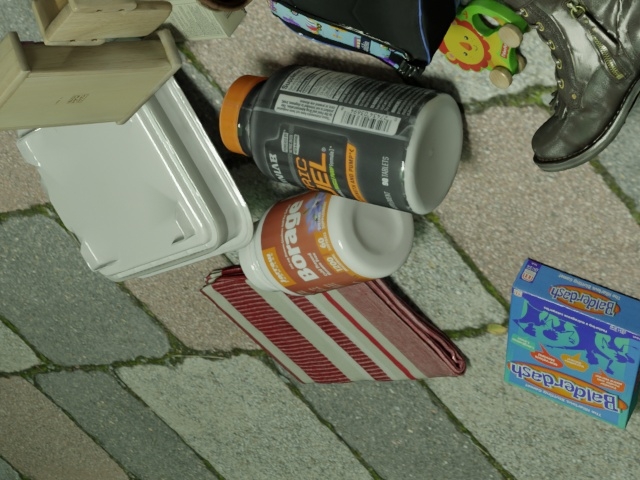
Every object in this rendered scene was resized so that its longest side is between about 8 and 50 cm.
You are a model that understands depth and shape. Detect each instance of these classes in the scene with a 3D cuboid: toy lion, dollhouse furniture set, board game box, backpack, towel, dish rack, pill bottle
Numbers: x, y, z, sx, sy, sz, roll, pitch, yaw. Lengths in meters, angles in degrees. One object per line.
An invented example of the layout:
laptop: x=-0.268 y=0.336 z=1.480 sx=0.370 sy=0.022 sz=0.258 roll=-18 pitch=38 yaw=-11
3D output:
toy lion: x=0.153 y=-0.196 z=1.510 sx=0.096 sy=0.034 sz=0.100 roll=32 pitch=150 yaw=16
dollhouse furniture set: x=-0.284 y=-0.302 z=1.651 sx=0.286 sy=0.198 sz=0.303 roll=-37 pitch=70 yaw=46
board game box: x=0.298 y=0.123 z=1.822 sx=0.160 sy=0.047 sz=0.210 roll=21 pitch=149 yaw=18
backpack: x=0.033 y=-0.249 z=1.450 sx=0.173 sy=0.117 sz=0.158 roll=16 pitch=147 yaw=23
towel: x=0.011 y=0.108 z=2.073 sx=0.237 sy=0.037 sz=0.329 roll=45 pitch=149 yaw=-25
dish rack: x=-0.247 y=-0.079 z=1.916 sx=0.332 sy=0.072 sz=0.286 roll=-17 pitch=107 yaw=53
pill bottle: x=0.016 y=-0.113 z=1.652 sx=0.245 sy=0.130 sz=0.130 roll=14 pitch=145 yaw=29
pill bottle: x=0.000 y=0.000 z=1.837 sx=0.121 sy=0.121 sz=0.216 roll=45 pitch=147 yaw=-21

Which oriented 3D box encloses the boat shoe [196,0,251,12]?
boat shoe: x=-0.113 y=-0.289 z=1.438 sx=0.116 sy=0.123 sz=0.324 roll=37 pitch=-177 yaw=9

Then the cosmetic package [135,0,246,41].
cosmetic package: x=-0.143 y=-0.248 z=1.685 sx=0.115 sy=0.041 sz=0.060 roll=3 pitch=139 yaw=39

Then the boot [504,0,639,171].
boot: x=0.205 y=-0.200 z=1.398 sx=0.229 sy=0.091 sz=0.263 roll=36 pitch=135 yaw=-7
